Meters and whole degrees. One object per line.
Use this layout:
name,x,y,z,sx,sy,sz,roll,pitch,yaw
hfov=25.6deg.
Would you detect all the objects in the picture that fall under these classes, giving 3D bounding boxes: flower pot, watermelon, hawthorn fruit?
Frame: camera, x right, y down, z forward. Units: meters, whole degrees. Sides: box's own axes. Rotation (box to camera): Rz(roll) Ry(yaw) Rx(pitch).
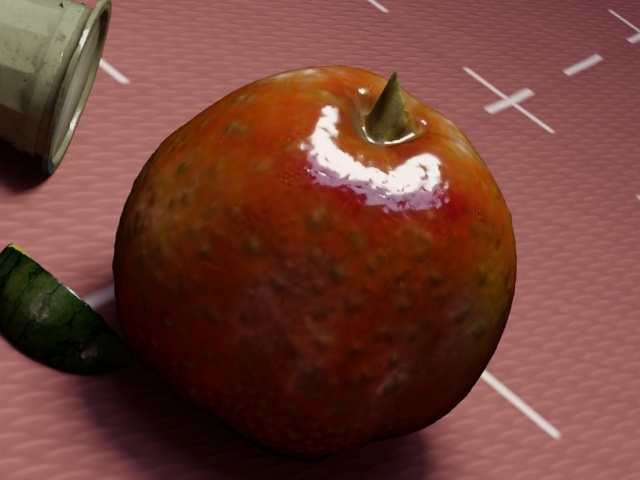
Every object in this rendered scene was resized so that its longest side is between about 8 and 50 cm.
flower pot,-0.356,-0.205,1.576,0.202,0.212,0.212,21,31,-1
watermelon,-0.275,0.074,1.389,0.181,0.075,0.092,40,-12,14
hawthorn fruit,0.000,0.000,1.386,0.402,0.403,0.403,21,32,-14
